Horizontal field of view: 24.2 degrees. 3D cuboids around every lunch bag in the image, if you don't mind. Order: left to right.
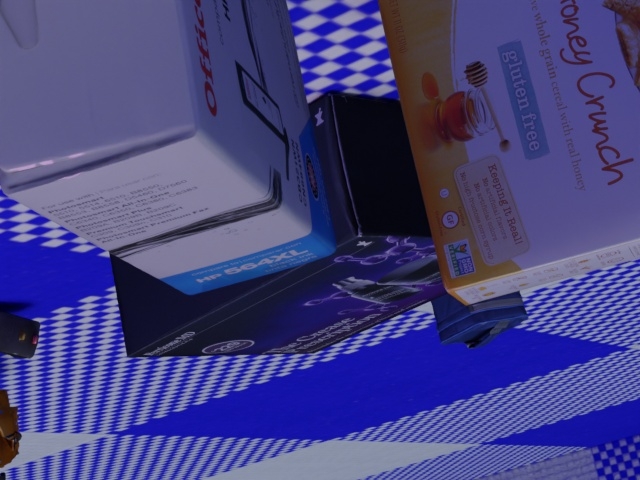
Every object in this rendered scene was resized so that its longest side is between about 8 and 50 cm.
[{"bbox_3d":[0.151,0.068,1.449,0.067,0.065,0.098,-4,162,-25],"label":"lunch bag"}]

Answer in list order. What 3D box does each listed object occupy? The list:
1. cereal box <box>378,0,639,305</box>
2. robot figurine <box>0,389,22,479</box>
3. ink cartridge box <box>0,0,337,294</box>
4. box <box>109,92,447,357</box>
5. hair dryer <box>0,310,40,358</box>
[{"bbox_3d":[0.162,-0.081,0.754,0.240,0.173,0.047,-17,162,15],"label":"cereal box"},{"bbox_3d":[-0.364,0.176,1.278,0.211,0.085,0.291,-3,178,2],"label":"robot figurine"},{"bbox_3d":[-0.069,-0.073,0.656,0.086,0.148,0.203,-14,164,11],"label":"ink cartridge box"},{"bbox_3d":[0.000,0.000,1.049,0.184,0.103,0.261,6,157,-40],"label":"box"},{"bbox_3d":[-0.384,0.106,1.164,0.224,0.080,0.293,-21,162,30],"label":"hair dryer"}]
